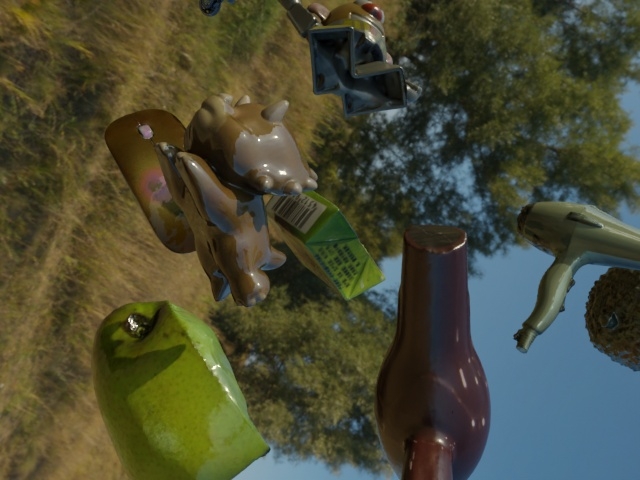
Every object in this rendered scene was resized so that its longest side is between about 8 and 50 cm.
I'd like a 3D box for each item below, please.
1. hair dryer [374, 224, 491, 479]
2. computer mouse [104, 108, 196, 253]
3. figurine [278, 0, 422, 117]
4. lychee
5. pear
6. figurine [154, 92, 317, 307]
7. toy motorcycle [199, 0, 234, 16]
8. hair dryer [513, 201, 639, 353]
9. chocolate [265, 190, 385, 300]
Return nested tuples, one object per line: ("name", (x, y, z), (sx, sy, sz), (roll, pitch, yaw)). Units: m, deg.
("hair dryer", (0.093, 0.190, 0.463), (0.340, 0.123, 0.312), (-68, 156, -57))
("computer mouse", (-0.304, -0.124, 1.067), (0.158, 0.310, 0.072), (-27, 177, -26))
("figurine", (0.060, -0.372, 1.048), (0.167, 0.342, 0.284), (-26, -149, 20))
("lychee", (0.710, 0.157, 1.149), (0.255, 0.275, 0.255), (-178, -90, -66))
("pear", (-0.266, 0.252, 0.912), (0.239, 0.317, 0.342), (-33, -175, -15))
("figurine", (-0.089, -0.061, 0.686), (0.173, 0.247, 0.177), (-27, -170, -26))
("toy motorcycle", (-0.208, -0.579, 1.145), (0.193, 0.124, 0.061), (-37, 170, 20))
("hair dryer", (0.367, 0.044, 0.690), (0.088, 0.219, 0.224), (56, 41, -50))
("chocolate", (0.000, 0.000, 1.487), (0.137, 0.288, 0.301), (-42, -143, -8))
